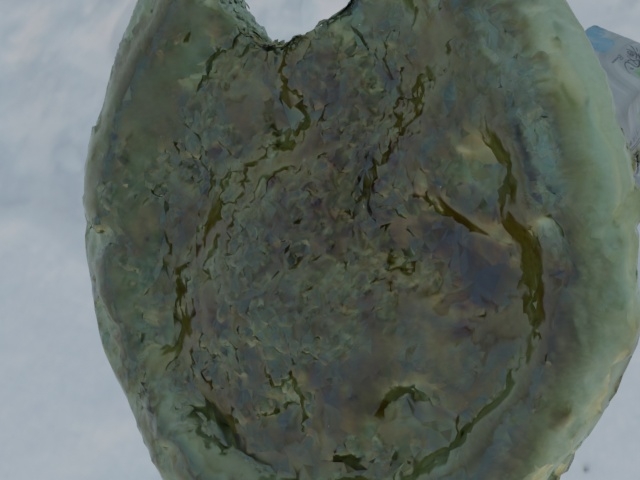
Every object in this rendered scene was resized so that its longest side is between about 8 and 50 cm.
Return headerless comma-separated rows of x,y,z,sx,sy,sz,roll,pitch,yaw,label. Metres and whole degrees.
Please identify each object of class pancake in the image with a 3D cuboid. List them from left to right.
0.000,0.000,0.515,0.037,0.254,0.254,2,136,-49,pancake

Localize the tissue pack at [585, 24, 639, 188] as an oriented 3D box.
0.258,-0.072,1.422,0.145,0.229,0.159,23,135,27,tissue pack
